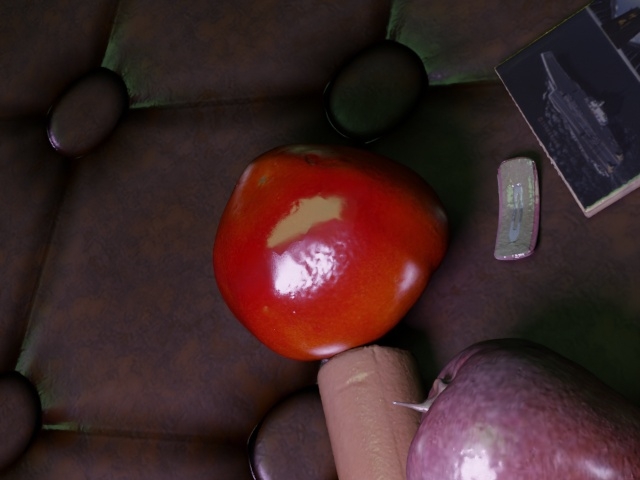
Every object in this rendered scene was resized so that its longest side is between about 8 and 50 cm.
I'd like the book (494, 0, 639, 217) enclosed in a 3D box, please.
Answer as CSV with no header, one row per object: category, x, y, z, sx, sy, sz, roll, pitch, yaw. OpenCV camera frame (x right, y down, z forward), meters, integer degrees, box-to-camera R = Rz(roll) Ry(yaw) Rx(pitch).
book,0.421,-0.222,1.660,0.374,0.028,0.262,-34,52,12

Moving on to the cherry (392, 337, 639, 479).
cherry,0.220,0.220,1.417,0.308,0.261,0.221,15,106,8

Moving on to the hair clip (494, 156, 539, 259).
hair clip,0.239,-0.037,1.672,0.054,0.022,0.137,-9,62,27

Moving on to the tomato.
tomato,0.000,0.000,1.641,0.299,0.226,0.298,-25,37,21

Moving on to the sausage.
sausage,0.077,0.253,1.556,0.123,0.123,0.252,-24,56,18
